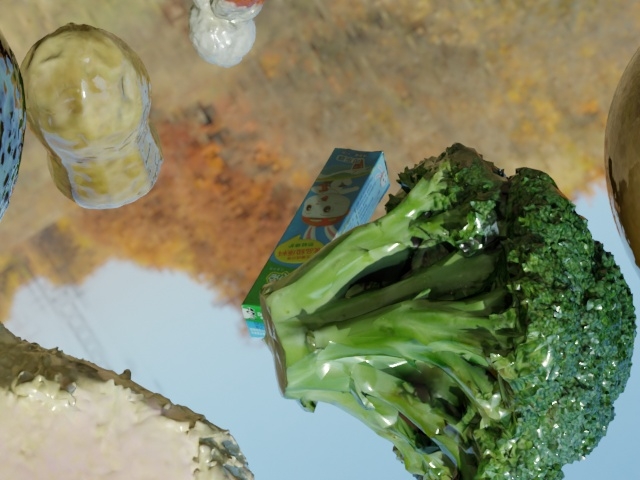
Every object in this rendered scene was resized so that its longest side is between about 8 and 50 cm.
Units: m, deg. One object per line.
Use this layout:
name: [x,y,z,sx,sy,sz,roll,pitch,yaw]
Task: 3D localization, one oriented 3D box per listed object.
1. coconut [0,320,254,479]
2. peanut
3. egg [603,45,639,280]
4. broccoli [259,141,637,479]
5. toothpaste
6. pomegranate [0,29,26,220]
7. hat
coconut: [-0.228,0.268,1.026,0.404,0.405,0.404,-31,-172,5]
peanut: [-0.167,-0.087,1.082,0.229,0.098,0.103,94,13,-68]
egg: [0.363,-0.032,1.074,0.282,0.351,0.283,-25,149,-16]
broccoli: [0.097,0.079,1.110,0.275,0.308,0.308,-8,-175,-9]
toothpaste: [0.000,0.000,1.584,0.065,0.050,0.267,8,-135,23]
pomegranate: [-0.279,-0.040,0.771,0.254,0.271,0.254,13,-169,-3]
hat: [-0.057,-0.192,1.020,0.093,0.112,0.162,-9,135,-44]
